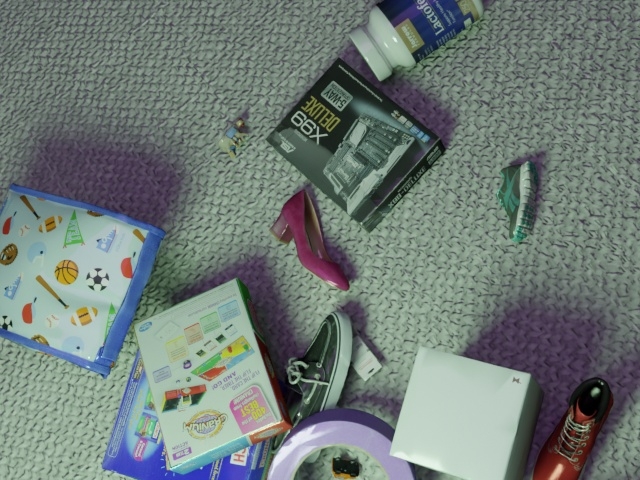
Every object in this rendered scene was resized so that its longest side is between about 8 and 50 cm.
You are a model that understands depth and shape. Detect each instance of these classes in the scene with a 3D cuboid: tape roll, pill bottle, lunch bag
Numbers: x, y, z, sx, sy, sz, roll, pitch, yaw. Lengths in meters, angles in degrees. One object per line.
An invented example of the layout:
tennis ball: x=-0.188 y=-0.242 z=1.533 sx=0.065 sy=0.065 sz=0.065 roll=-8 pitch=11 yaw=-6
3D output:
tape roll: x=0.041 y=0.458 z=1.742 sx=0.275 sy=0.090 sz=0.274 roll=1 pitch=96 yaw=6
pill bottle: x=0.198 y=-0.462 z=1.970 sx=0.265 sy=0.153 sz=0.153 roll=-35 pitch=67 yaw=7
lunch bag: x=-0.519 y=0.089 z=1.952 sx=0.386 sy=0.239 sz=0.327 roll=11 pitch=76 yaw=34

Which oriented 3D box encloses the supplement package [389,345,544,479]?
supplement package: x=0.269 y=0.323 z=1.663 sx=0.198 sy=0.263 sz=0.199 roll=13 pitch=79 yaw=21

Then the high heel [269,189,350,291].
high heel: x=0.000 y=0.000 z=1.946 sx=0.117 sy=0.082 sz=0.244 roll=-53 pitch=53 yaw=9

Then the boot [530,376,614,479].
boot: x=0.438 y=0.354 z=1.645 sx=0.088 sy=0.176 sz=0.244 roll=27 pitch=86 yaw=22

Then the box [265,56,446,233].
box: x=0.071 y=-0.204 z=1.980 sx=0.242 sy=0.076 sz=0.307 roll=-47 pitch=66 yaw=2

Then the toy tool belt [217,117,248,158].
toy tool belt: x=-0.188 y=-0.229 z=2.097 sx=0.051 sy=0.052 sz=0.083 roll=42 pitch=95 yaw=-7

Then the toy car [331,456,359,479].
toy car: x=0.033 y=0.422 z=1.849 sx=0.040 sy=0.060 sz=0.122 roll=-64 pitch=36 yaw=41

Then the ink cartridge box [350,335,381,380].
ink cartridge box: x=0.085 y=0.238 z=1.877 sx=0.048 sy=0.028 sz=0.083 roll=-41 pitch=66 yaw=4

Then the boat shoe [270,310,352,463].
boat shoe: x=-0.025 y=0.280 z=1.846 sx=0.105 sy=0.113 sz=0.306 roll=19 pitch=87 yaw=-23

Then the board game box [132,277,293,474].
board game box: x=-0.216 y=0.262 z=1.827 sx=0.242 sy=0.064 sz=0.316 roll=-24 pitch=62 yaw=7

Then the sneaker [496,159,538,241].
sneaker: x=0.385 y=-0.076 z=1.856 sx=0.076 sy=0.065 sz=0.166 roll=-1 pitch=71 yaw=36

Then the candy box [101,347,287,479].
candy box: x=-0.249 y=0.380 z=1.899 sx=0.317 sy=0.122 sz=0.268 roll=10 pitch=76 yaw=22
